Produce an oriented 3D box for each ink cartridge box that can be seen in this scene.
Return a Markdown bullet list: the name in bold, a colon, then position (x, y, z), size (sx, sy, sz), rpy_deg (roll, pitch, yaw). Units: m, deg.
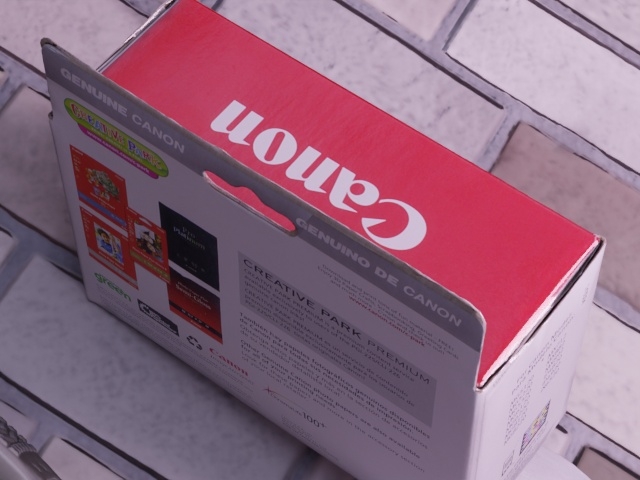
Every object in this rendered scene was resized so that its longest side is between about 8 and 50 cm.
- **ink cartridge box**: position (0.000, 0.000, 0.980), size (0.309, 0.272, 0.130), rpy_deg (32, 62, 20)

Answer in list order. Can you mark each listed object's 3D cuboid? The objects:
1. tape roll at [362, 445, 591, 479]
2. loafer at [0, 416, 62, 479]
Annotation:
- **tape roll**: position (0.099, 0.236, 1.065), size (0.219, 0.072, 0.219), rpy_deg (6, 66, -14)
- **loafer**: position (-0.168, 0.199, 1.008), size (0.251, 0.094, 0.087), rpy_deg (42, 88, 15)
